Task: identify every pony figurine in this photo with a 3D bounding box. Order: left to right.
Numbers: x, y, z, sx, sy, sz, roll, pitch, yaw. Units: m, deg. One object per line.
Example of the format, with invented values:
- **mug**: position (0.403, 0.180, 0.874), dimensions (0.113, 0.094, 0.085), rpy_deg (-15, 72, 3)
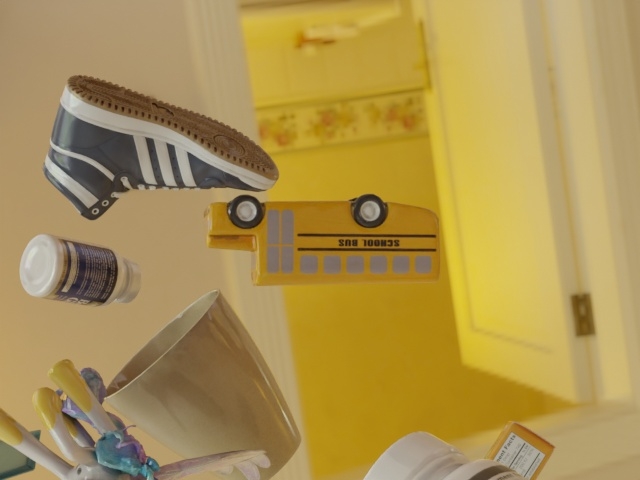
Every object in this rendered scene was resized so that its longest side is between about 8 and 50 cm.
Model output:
- **pony figurine**: position (-0.279, 0.339, 1.927), dimensions (0.303, 0.363, 0.351), rpy_deg (-46, 165, 10)

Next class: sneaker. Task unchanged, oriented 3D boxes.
- **sneaker**: position (-0.203, -0.085, 1.694), dimensions (0.282, 0.153, 0.099), rpy_deg (21, -157, -16)

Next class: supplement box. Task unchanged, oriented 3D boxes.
- **supplement box**: position (0.235, 0.368, 1.937), dimensions (0.080, 0.233, 0.078), rpy_deg (36, 173, 6)

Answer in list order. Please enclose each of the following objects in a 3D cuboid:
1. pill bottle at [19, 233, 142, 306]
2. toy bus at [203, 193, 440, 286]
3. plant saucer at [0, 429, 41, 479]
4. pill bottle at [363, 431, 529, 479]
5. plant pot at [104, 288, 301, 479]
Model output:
- **pill bottle**: position (-0.351, 0.049, 2.042), dimensions (0.094, 0.094, 0.169), rpy_deg (-5, 167, 43)
- **toy bus**: position (0.000, 0.000, 1.994), dimensions (0.332, 0.130, 0.108), rpy_deg (-1, 178, -9)
- **plant saucer**: position (-0.481, 0.324, 2.012), dimensions (0.018, 0.067, 0.192), rpy_deg (16, -168, 26)
- **pill bottle**: position (0.169, 0.297, 1.230), dimensions (0.283, 0.161, 0.161), rpy_deg (28, -154, 35)
- **plant pot**: position (-0.167, 0.264, 2.219), dimensions (0.256, 0.274, 0.256), rpy_deg (-41, -172, 7)
